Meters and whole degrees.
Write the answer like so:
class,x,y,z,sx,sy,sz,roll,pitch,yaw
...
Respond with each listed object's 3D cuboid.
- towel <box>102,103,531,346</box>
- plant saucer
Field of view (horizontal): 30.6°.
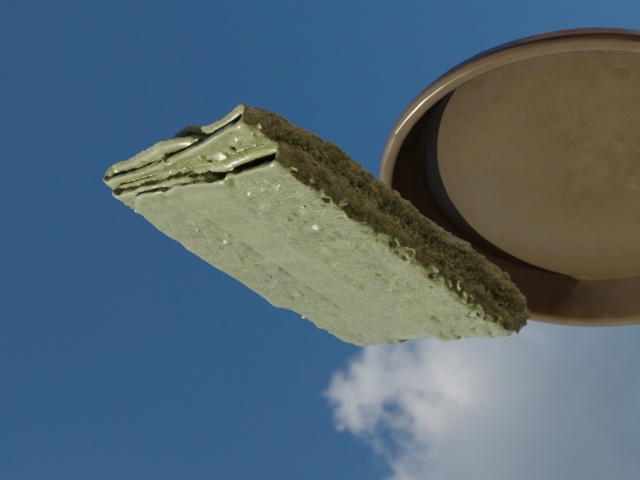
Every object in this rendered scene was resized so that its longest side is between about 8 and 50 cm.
class,x,y,z,sx,sy,sz,roll,pitch,yaw
towel,0.000,0.000,0.443,0.148,0.110,0.027,34,-116,-31
plant saucer,0.178,-0.037,0.768,0.278,0.278,0.041,38,-135,-29
